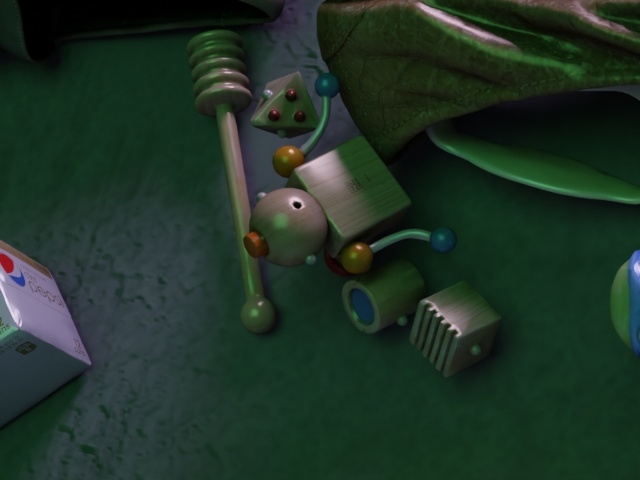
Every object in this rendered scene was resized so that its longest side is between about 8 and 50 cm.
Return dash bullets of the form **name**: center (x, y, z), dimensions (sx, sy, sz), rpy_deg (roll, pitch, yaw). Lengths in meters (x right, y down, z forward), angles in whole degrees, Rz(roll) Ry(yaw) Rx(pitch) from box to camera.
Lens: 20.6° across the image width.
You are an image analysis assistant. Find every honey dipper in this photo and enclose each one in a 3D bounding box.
- **honey dipper**: center (-0.041, -0.030, 0.884), dimensions (0.030, 0.030, 0.160), rpy_deg (-18, 67, 17)

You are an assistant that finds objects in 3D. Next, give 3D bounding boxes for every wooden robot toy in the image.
- **wooden robot toy**: center (0.000, 0.000, 0.812), dimensions (0.079, 0.076, 0.173), rpy_deg (-26, 72, -32)

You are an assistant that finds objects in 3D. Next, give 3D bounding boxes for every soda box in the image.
- **soda box**: center (-0.229, 0.085, 0.898), dimensions (0.216, 0.074, 0.069), rpy_deg (-33, 61, 10)

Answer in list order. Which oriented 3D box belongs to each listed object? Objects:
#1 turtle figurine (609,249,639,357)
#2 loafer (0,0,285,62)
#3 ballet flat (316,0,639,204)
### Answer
- **turtle figurine**: center (0.245, 0.007, 0.622), dimensions (0.266, 0.274, 0.198), rpy_deg (1, 44, 2)
- **loafer**: center (-0.142, -0.135, 0.934), dimensions (0.267, 0.096, 0.084), rpy_deg (-11, 73, 18)
- **ballet flat**: center (0.155, -0.078, 0.772), dimensions (0.342, 0.116, 0.124), rpy_deg (-3, 105, 28)
